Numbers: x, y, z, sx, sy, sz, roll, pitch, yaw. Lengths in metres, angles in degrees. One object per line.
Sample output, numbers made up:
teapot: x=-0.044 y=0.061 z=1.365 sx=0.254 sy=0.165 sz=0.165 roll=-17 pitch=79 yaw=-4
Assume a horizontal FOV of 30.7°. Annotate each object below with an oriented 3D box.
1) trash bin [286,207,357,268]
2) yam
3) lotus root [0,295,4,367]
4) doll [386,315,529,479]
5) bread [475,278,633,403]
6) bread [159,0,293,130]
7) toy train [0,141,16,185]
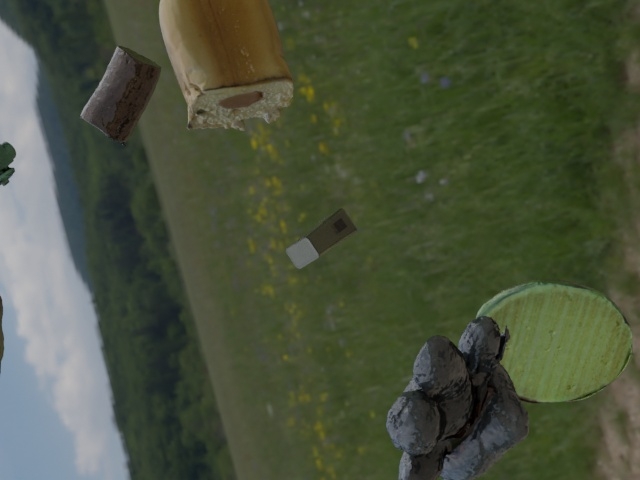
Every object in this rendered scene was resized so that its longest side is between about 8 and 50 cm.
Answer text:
trash bin: x=0.000 y=0.000 z=1.663 sx=0.061 sy=0.092 sz=0.043 roll=-32 pitch=94 yaw=45
yam: x=-0.288 y=-0.212 z=1.690 sx=0.127 sy=0.084 sz=0.084 roll=-62 pitch=13 yaw=5
lotus root: x=-0.515 y=0.135 z=1.309 sx=0.346 sy=0.250 sz=0.251 roll=-59 pitch=-45 yaw=-78
doll: x=0.181 y=0.222 z=1.465 sx=0.246 sy=0.158 sz=0.340 roll=-66 pitch=-16 yaw=-11
bread: x=0.422 y=0.182 z=2.117 sx=0.045 sy=0.301 sz=0.301 roll=-79 pitch=-17 yaw=-51
bread: x=-0.112 y=-0.219 z=1.358 sx=0.085 sy=0.134 sz=0.173 roll=109 pitch=147 yaw=-65
toy train: x=-0.694 y=-0.096 z=2.219 sx=0.105 sy=0.253 sz=0.157 roll=50 pitch=143 yaw=-11
